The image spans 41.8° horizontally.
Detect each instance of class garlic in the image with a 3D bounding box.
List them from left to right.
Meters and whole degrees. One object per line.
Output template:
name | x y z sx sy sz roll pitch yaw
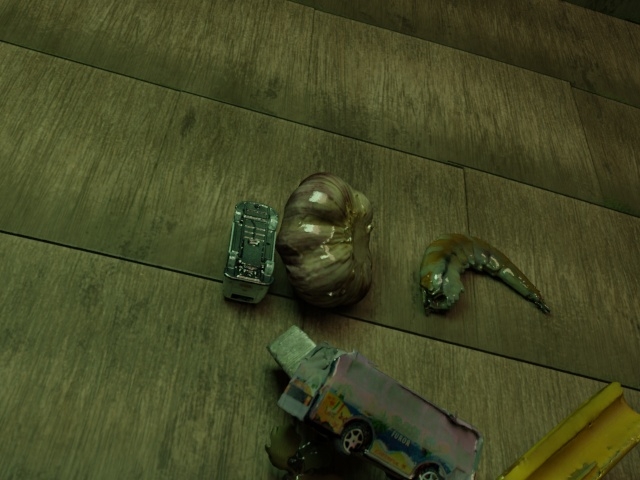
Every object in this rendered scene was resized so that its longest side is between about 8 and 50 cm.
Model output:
garlic | 0.000 0.000 1.466 0.160 0.245 0.245 0 37 24

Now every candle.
candle | -0.011 0.209 1.279 0.068 0.168 0.192 -40 71 -8

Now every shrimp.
shrimp | 0.299 0.064 1.637 0.287 0.068 0.185 9 48 -28

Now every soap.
soap | 0.342 0.356 1.256 0.324 0.204 0.096 -25 64 -38

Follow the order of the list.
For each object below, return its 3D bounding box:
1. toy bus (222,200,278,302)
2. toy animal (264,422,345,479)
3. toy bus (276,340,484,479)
toy bus | -0.124 0.020 1.472 0.087 0.089 0.194 12 45 -10
toy animal | 0.012 0.368 1.199 0.214 0.094 0.186 16 53 -6
toy bus | 0.097 0.268 1.210 0.317 0.112 0.138 33 80 -27
